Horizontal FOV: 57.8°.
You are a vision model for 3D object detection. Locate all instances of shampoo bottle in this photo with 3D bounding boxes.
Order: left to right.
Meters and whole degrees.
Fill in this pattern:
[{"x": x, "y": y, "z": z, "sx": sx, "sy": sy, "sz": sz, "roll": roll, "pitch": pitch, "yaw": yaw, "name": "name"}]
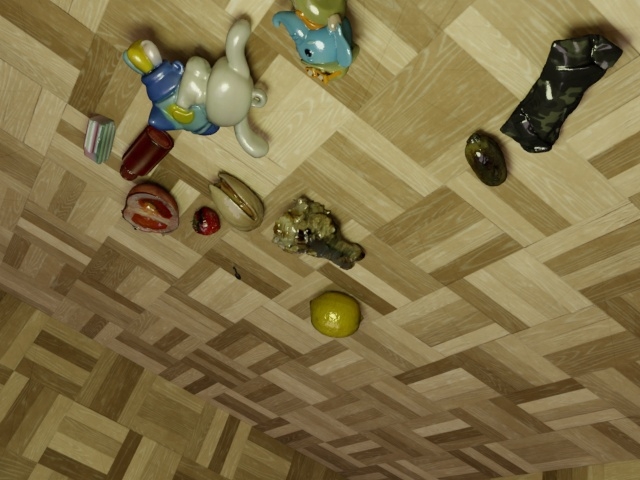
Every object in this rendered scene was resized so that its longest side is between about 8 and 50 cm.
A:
[{"x": -0.571, "y": -0.272, "z": 1.867, "sx": 0.102, "sy": 0.064, "sz": 0.260, "roll": 37, "pitch": 139, "yaw": -21, "name": "shampoo bottle"}]

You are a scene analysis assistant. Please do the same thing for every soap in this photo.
[{"x": -0.702, "y": -0.318, "z": 1.841, "sx": 0.056, "sy": 0.100, "sz": 0.149, "roll": 25, "pitch": 117, "yaw": 3, "name": "soap"}]

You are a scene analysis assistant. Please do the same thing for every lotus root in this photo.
[{"x": 0.428, "y": -0.203, "z": 1.490, "sx": 0.089, "sy": 0.081, "sz": 0.179, "roll": -12, "pitch": 131, "yaw": 37, "name": "lotus root"}]

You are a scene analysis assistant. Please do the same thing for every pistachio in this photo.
[{"x": -0.271, "y": -0.119, "z": 1.873, "sx": 0.223, "sy": 0.126, "sz": 0.152, "roll": 48, "pitch": 170, "yaw": -30, "name": "pistachio"}]

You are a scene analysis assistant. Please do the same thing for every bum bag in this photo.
[{"x": 0.521, "y": -0.322, "z": 1.298, "sx": 0.143, "sy": 0.095, "sz": 0.341, "roll": 13, "pitch": 148, "yaw": -2, "name": "bum bag"}]

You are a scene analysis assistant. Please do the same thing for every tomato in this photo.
[{"x": -0.574, "y": -0.121, "z": 2.015, "sx": 0.199, "sy": 0.112, "sz": 0.228, "roll": 26, "pitch": 142, "yaw": -19, "name": "tomato"}]

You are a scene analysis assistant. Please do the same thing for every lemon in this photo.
[{"x": 0.057, "y": 0.279, "z": 2.167, "sx": 0.193, "sy": 0.181, "sz": 0.180, "roll": 11, "pitch": 147, "yaw": -23, "name": "lemon"}]

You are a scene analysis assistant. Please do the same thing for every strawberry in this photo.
[{"x": -0.394, "y": -0.065, "z": 2.021, "sx": 0.106, "sy": 0.106, "sz": 0.106, "roll": 12, "pitch": 141, "yaw": 10, "name": "strawberry"}]

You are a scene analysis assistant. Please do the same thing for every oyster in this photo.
[{"x": -0.005, "y": 0.006, "z": 1.886, "sx": 0.197, "sy": 0.133, "sz": 0.337, "roll": -40, "pitch": 131, "yaw": 20, "name": "oyster"}]

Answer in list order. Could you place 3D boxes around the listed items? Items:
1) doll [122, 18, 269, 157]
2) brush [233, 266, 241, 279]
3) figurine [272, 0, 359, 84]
[{"x": -0.318, "y": -0.396, "z": 1.537, "sx": 0.365, "sy": 0.187, "sz": 0.376, "roll": 4, "pitch": 117, "yaw": 7, "name": "doll"}, {"x": -0.332, "y": 0.131, "z": 2.290, "sx": 0.024, "sy": 0.008, "sz": 0.083, "roll": 10, "pitch": 141, "yaw": 19, "name": "brush"}, {"x": -0.006, "y": -0.490, "z": 1.311, "sx": 0.179, "sy": 0.154, "sz": 0.262, "roll": -3, "pitch": 120, "yaw": 40, "name": "figurine"}]
